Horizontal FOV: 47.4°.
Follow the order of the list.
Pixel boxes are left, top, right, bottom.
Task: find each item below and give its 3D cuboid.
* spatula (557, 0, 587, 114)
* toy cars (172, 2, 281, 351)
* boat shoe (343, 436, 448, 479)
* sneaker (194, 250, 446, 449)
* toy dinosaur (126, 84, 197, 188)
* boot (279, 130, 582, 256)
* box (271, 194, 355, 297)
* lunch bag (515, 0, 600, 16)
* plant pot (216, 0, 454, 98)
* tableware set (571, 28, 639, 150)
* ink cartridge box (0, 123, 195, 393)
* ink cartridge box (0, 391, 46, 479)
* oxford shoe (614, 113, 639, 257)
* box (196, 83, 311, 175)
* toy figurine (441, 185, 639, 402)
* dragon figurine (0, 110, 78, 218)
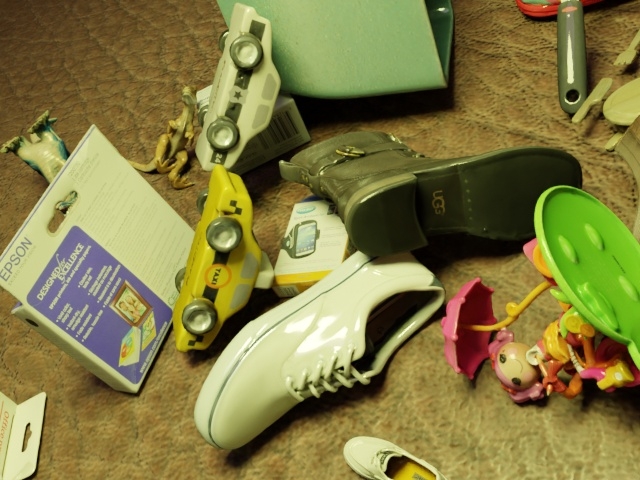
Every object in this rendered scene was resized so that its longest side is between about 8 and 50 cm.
[{"bbox_3d":[0.276,-0.279,0.806,0.084,0.030,0.296,-2,74,25],"label":"spatula"},{"bbox_3d":[-0.088,-0.072,0.800,0.176,0.087,0.393,143,135,-60],"label":"toy cars"},{"bbox_3d":[0.057,0.179,0.584,0.100,0.035,0.035,18,61,40],"label":"boat shoe"},{"bbox_3d":[0.002,0.097,0.652,0.258,0.094,0.091,-42,38,-13],"label":"sneaker"},{"bbox_3d":[-0.210,-0.124,1.016,0.211,0.064,0.112,-42,42,38],"label":"toy dinosaur"},{"bbox_3d":[0.102,-0.074,0.753,0.263,0.091,0.229,-8,24,-11],"label":"boot"},{"bbox_3d":[0.000,0.000,0.801,0.081,0.028,0.136,-7,44,25],"label":"box"},{"bbox_3d":[0.374,-0.392,0.896,0.293,0.120,0.258,-10,46,21],"label":"lunch bag"},{"bbox_3d":[0.012,-0.317,0.903,0.252,0.247,0.247,-11,34,19],"label":"plant pot"},{"bbox_3d":[0.361,-0.166,0.746,0.128,0.039,0.194,6,46,49],"label":"tableware set"},{"bbox_3d":[-0.229,0.021,0.776,0.045,0.208,0.206,-8,45,35],"label":"ink cartridge box"},{"bbox_3d":[-0.401,0.226,0.782,0.198,0.067,0.115,-24,41,7],"label":"ink cartridge box"},{"bbox_3d":[0.323,0.027,0.544,0.133,0.130,0.363,-42,37,41],"label":"oxford shoe"},{"bbox_3d":[-0.094,-0.168,0.985,0.126,0.072,0.137,-26,42,4],"label":"box"},{"bbox_3d":[0.172,0.071,0.570,0.130,0.173,0.159,-18,-17,-45],"label":"toy figurine"},{"bbox_3d":[-0.393,-0.111,1.093,0.085,0.144,0.289,-40,23,-8],"label":"dragon figurine"}]
